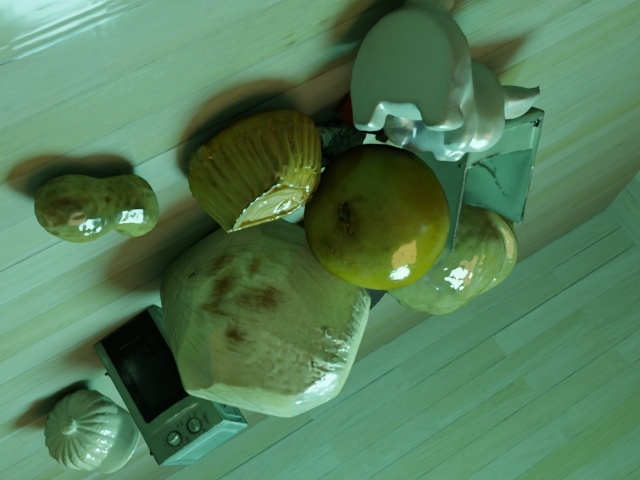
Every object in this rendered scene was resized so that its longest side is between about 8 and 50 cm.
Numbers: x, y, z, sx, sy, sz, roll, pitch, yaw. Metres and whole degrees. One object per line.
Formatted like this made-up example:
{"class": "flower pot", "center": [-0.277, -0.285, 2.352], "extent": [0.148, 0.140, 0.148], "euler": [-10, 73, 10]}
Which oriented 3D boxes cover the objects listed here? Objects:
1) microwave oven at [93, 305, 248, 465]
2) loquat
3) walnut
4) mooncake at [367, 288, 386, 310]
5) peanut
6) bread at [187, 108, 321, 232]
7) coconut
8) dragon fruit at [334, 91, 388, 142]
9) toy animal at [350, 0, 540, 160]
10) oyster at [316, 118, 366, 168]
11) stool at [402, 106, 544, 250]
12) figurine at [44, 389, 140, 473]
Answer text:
{"class": "microwave oven", "center": [-0.326, 0.324, 1.792], "extent": [0.181, 0.295, 0.237], "euler": [-35, 162, -1]}
{"class": "loquat", "center": [0.099, -0.039, 1.462], "extent": [0.263, 0.263, 0.263], "euler": [-31, 162, -11]}
{"class": "walnut", "center": [0.304, 0.004, 2.043], "extent": [0.381, 0.381, 0.381], "euler": [-31, 162, -11]}
{"class": "mooncake", "center": [0.066, 0.132, 2.236], "extent": [0.283, 0.141, 0.283], "euler": [-38, 164, -13]}
{"class": "peanut", "center": [-0.313, -0.048, 1.199], "extent": [0.103, 0.098, 0.229], "euler": [4, -175, 35]}
{"class": "bread", "center": [-0.094, -0.114, 1.339], "extent": [0.240, 0.139, 0.240], "euler": [-33, 165, -10]}
{"class": "coconut", "center": [-0.121, 0.142, 1.590], "extent": [0.415, 0.415, 0.345], "euler": [-18, 135, -40]}
{"class": "dragon fruit", "center": [0.122, -0.236, 1.461], "extent": [0.162, 0.106, 0.083], "euler": [-18, 155, -35]}
{"class": "toy animal", "center": [0.214, -0.256, 1.354], "extent": [0.367, 0.196, 0.241], "euler": [17, 85, -54]}
{"class": "oyster", "center": [0.025, -0.177, 1.515], "extent": [0.177, 0.064, 0.125], "euler": [-13, 148, -49]}
{"class": "stool", "center": [0.305, -0.153, 1.712], "extent": [0.243, 0.170, 0.270], "euler": [-19, 124, -38]}
{"class": "figurine", "center": [-0.553, 0.454, 1.961], "extent": [0.204, 0.185, 0.332], "euler": [7, 164, -21]}
